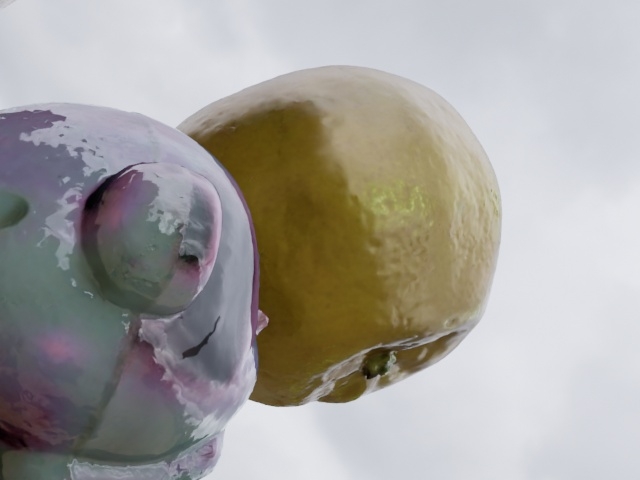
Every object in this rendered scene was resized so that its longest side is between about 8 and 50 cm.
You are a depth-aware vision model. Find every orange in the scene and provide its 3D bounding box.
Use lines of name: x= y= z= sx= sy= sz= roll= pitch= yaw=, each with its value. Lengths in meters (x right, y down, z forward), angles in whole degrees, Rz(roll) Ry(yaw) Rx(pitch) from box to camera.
orange: x=0.000 y=0.000 z=0.916 sx=0.279 sy=0.279 sz=0.235 roll=132 pitch=-60 yaw=-72

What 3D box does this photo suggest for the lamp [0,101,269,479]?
lamp: x=-0.160 y=0.071 z=0.629 sx=0.247 sy=0.301 sz=0.247 roll=17 pitch=8 yaw=-22

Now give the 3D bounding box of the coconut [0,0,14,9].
coconut: x=-0.190 y=-0.174 z=0.667 sx=0.110 sy=0.124 sz=0.110 roll=23 pitch=-38 yaw=20
